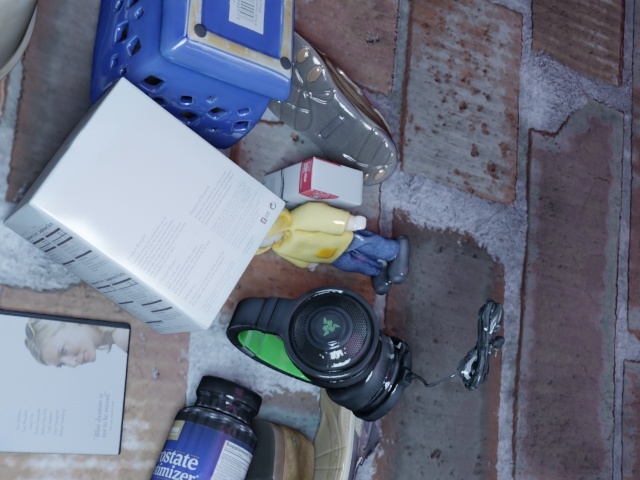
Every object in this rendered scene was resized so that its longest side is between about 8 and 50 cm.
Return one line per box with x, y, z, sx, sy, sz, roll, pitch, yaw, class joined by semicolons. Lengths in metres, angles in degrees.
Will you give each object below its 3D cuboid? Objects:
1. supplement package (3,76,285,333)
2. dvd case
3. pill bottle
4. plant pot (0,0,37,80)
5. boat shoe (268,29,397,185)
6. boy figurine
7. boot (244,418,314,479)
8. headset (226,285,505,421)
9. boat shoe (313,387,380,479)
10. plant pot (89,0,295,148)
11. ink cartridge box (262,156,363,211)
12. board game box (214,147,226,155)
-0.230;-0.034;1.299;0.262;0.198;0.199;38;69;-17;supplement package
-0.370;0.185;1.305;0.253;0.022;0.181;11;78;-36;dvd case
-0.160;0.306;1.387;0.122;0.122;0.219;33;65;-30;pill bottle
-0.450;-0.328;1.154;0.323;0.280;0.323;6;81;-36;plant pot
0.001;-0.227;1.606;0.324;0.123;0.116;50;24;-11;boat shoe
0.000;0.000;1.522;0.285;0.177;0.092;16;60;-28;boy figurine
-0.064;0.423;1.462;0.115;0.112;0.305;24;67;-44;boot
0.057;0.139;1.410;0.243;0.394;0.185;47;59;-49;headset
0.047;0.303;1.563;0.092;0.103;0.285;18;67;-30;boat shoe
-0.163;-0.288;1.395;0.236;0.212;0.236;16;67;-35;plant pot
-0.014;-0.078;1.545;0.099;0.135;0.056;15;72;-36;ink cartridge box
-0.220;-0.114;1.460;0.154;0.026;0.104;30;67;-31;board game box
